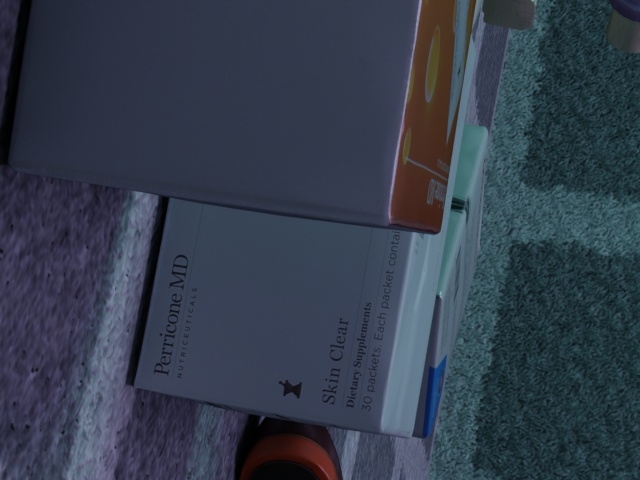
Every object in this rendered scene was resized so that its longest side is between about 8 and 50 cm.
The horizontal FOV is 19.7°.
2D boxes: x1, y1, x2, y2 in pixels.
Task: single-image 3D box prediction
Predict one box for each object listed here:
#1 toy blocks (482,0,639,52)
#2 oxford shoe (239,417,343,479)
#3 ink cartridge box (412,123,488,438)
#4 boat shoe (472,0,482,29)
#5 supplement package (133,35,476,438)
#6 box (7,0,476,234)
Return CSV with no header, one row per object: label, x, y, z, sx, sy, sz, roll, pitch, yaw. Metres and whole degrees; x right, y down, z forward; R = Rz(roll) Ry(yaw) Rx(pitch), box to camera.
toy blocks,0.202,-0.348,1.517,0.260,0.309,0.288,97,7,-50
oxford shoe,-0.012,0.241,1.460,0.098,0.097,0.271,-78,172,-54
ink cartridge box,0.066,0.023,1.388,0.203,0.086,0.148,-70,166,-48
boat shoe,0.029,-0.196,1.270,0.340,0.127,0.158,72,33,-53
supplement package,-0.001,-0.021,1.115,0.204,0.145,0.261,43,56,-79
box,-0.009,-0.184,0.846,0.215,0.168,0.345,3,96,-81
